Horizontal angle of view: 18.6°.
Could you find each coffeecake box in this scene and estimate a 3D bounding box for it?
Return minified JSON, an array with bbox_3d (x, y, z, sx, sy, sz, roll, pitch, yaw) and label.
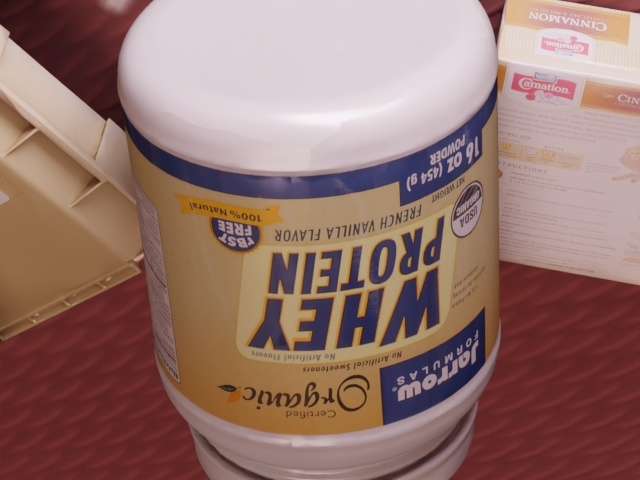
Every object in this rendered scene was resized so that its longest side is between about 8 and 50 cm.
[{"bbox_3d":[0.174,-0.063,1.282,0.142,0.068,0.185,10,139,3],"label":"coffeecake box"}]

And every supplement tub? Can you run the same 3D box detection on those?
[{"bbox_3d":[0.000,0.000,1.236,0.228,0.228,0.316,3,126,10],"label":"supplement tub"}]

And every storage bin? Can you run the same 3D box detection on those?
[{"bbox_3d":[-0.265,-0.063,1.345,0.260,0.123,0.262,-26,126,34],"label":"storage bin"}]
